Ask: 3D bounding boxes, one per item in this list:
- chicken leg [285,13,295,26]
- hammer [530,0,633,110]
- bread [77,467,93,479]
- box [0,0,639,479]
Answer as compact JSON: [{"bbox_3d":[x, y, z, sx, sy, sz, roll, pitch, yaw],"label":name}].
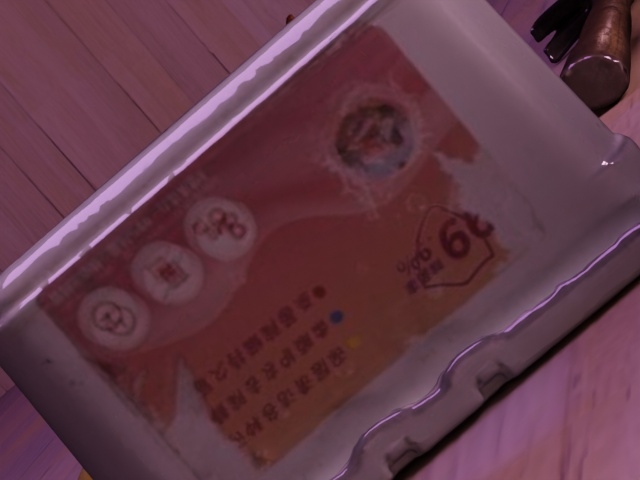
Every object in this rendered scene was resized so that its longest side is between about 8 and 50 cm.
[{"bbox_3d":[-0.008,-0.119,1.427,0.295,0.182,0.409,-41,-5,5],"label":"chicken leg"},{"bbox_3d":[0.233,-0.178,1.191,0.168,0.044,0.440,-38,7,21],"label":"hammer"},{"bbox_3d":[-0.071,0.091,0.969,0.233,0.088,0.161,-40,10,30],"label":"bread"},{"bbox_3d":[-0.006,0.009,0.697,0.312,0.182,0.175,-41,6,1],"label":"box"}]
